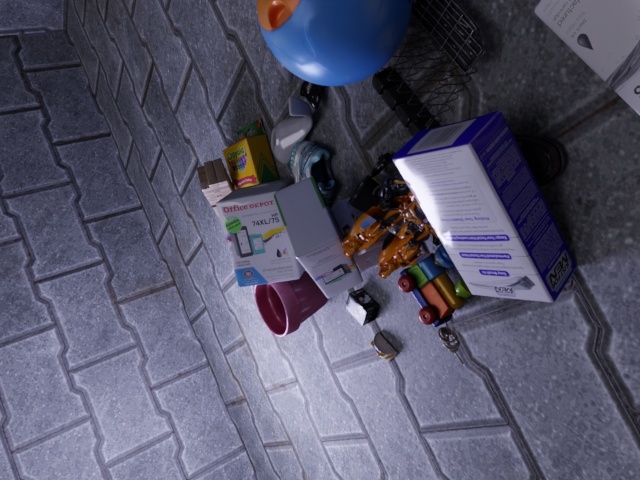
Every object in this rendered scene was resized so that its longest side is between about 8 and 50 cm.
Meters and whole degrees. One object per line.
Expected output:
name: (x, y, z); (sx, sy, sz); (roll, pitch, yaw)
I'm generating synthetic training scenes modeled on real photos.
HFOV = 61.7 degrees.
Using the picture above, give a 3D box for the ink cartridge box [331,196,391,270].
ink cartridge box: (0.115, -0.025, 1.371); (0.060, 0.104, 0.180); (-34, 79, 55)

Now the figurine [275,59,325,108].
figurine: (-0.051, -0.482, 1.396); (0.215, 0.092, 0.209); (50, 147, 30)

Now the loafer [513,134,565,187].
loafer: (0.306, -0.138, 1.025); (0.302, 0.095, 0.109); (10, 114, 55)

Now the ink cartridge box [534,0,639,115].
ink cartridge box: (0.457, -0.296, 0.687); (0.283, 0.117, 0.207); (57, 146, 21)

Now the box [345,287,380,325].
box: (0.119, 0.189, 1.532); (0.083, 0.052, 0.062); (46, 140, 34)

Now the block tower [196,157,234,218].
block tower: (-0.345, -0.165, 1.878); (0.335, 0.090, 0.097); (83, 171, -70)

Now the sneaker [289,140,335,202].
sneaker: (-0.017, -0.134, 1.513); (0.122, 0.110, 0.283); (20, 124, 46)

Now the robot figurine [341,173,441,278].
robot figurine: (0.181, -0.028, 1.158); (0.211, 0.085, 0.291); (30, 141, -14)

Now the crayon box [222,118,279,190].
crayon box: (-0.229, -0.228, 1.806); (0.202, 0.081, 0.319); (-8, 100, 58)

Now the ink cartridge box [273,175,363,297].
ink cartridge box: (0.000, 0.000, 1.396); (0.278, 0.117, 0.201); (58, -171, -59)

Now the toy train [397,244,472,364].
toy train: (0.297, 0.137, 1.202); (0.143, 0.105, 0.248); (-49, 65, 40)

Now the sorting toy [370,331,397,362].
sorting toy: (0.177, 0.317, 1.537); (0.083, 0.044, 0.075); (46, 160, 33)

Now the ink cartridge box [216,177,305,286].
ink cartridge box: (-0.165, -0.028, 1.629); (0.198, 0.197, 0.270); (-9, 106, 14)

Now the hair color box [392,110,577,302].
hair color box: (0.298, -0.050, 0.969); (0.185, 0.110, 0.339); (0, 128, 56)

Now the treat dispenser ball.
treat dispenser ball: (0.026, -0.436, 0.994); (0.288, 0.288, 0.288); (33, 133, 44)

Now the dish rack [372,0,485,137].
dish rack: (0.217, -0.350, 1.072); (0.208, 0.074, 0.271); (56, 144, 19)

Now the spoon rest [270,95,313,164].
spoon rest: (-0.082, -0.314, 1.535); (0.276, 0.084, 0.137); (137, 131, -67)

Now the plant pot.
plant pot: (-0.087, 0.185, 1.722); (0.201, 0.180, 0.201); (32, 131, 45)

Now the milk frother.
milk frother: (0.161, -0.113, 1.271); (0.134, 0.129, 0.143); (34, 112, -6)
